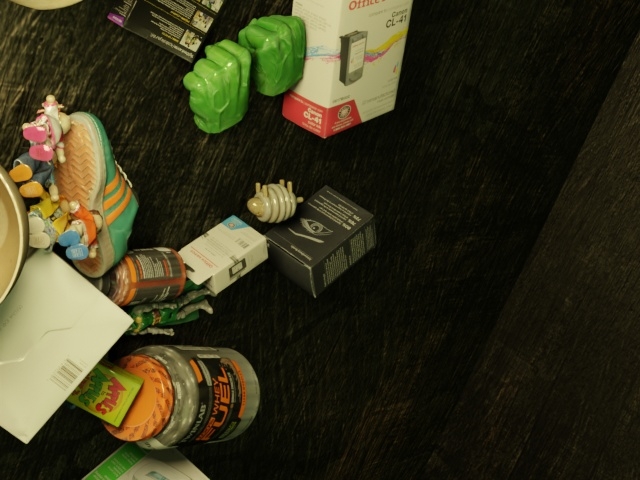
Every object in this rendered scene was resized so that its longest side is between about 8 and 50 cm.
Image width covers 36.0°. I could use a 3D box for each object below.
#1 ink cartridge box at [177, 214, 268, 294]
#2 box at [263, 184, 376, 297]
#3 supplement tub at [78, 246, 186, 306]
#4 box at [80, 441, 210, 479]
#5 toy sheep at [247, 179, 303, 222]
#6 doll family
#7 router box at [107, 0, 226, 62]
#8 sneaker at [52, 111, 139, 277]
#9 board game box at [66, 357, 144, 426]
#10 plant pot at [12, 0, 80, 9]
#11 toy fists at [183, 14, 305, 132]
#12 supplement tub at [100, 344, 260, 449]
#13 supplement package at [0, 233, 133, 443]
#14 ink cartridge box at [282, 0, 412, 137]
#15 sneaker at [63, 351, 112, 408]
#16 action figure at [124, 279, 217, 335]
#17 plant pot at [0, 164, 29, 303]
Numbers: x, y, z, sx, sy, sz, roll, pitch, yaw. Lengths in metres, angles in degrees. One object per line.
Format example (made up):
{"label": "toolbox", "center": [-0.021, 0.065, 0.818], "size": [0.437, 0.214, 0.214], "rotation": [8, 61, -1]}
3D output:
{"label": "ink cartridge box", "center": [-0.207, 0.036, 1.991], "size": [0.180, 0.104, 0.060], "rotation": [-35, 144, -29]}
{"label": "box", "center": [0.000, 0.000, 2.190], "size": [0.207, 0.153, 0.108], "rotation": [-39, 145, -24]}
{"label": "supplement tub", "center": [-0.350, 0.067, 1.826], "size": [0.198, 0.106, 0.106], "rotation": [-3, 121, -52]}
{"label": "box", "center": [-0.364, 0.568, 2.110], "size": [0.231, 0.262, 0.127], "rotation": [-38, 143, -25]}
{"label": "toy sheep", "center": [-0.093, -0.080, 2.059], "size": [0.132, 0.091, 0.091], "rotation": [-9, 127, -27]}
{"label": "doll family", "center": [-0.425, -0.087, 1.525], "size": [0.118, 0.163, 0.263], "rotation": [-11, 109, 4]}
{"label": "router box", "center": [-0.246, -0.384, 1.616], "size": [0.179, 0.046, 0.133], "rotation": [20, 103, -57]}
{"label": "sneaker", "center": [-0.376, -0.091, 1.669], "size": [0.121, 0.108, 0.302], "rotation": [-47, 147, -50]}
{"label": "board game box", "center": [-0.431, 0.260, 1.829], "size": [0.092, 0.181, 0.043], "rotation": [-61, -176, 7]}
{"label": "plant pot", "center": [-0.377, -0.446, 1.173], "size": [0.334, 0.334, 0.305], "rotation": [-53, 159, -4]}
{"label": "toy fists", "center": [-0.133, -0.317, 1.785], "size": [0.279, 0.096, 0.142], "rotation": [-37, 155, -30]}
{"label": "supplement tub", "center": [-0.287, 0.317, 2.014], "size": [0.207, 0.207, 0.338], "rotation": [-61, 154, 8]}
{"label": "supplement package", "center": [-0.480, 0.156, 1.619], "size": [0.204, 0.145, 0.262], "rotation": [45, 79, -25]}
{"label": "ink cartridge box", "center": [0.055, -0.384, 1.940], "size": [0.226, 0.131, 0.306], "rotation": [-27, 139, -38]}
{"label": "sneaker", "center": [-0.443, 0.244, 1.896], "size": [0.078, 0.067, 0.188], "rotation": [12, 107, -53]}
{"label": "action figure", "center": [-0.316, 0.145, 1.988], "size": [0.232, 0.063, 0.137], "rotation": [-18, 135, -40]}
{"label": "plant pot", "center": [-0.537, -0.018, 1.394], "size": [0.284, 0.284, 0.191], "rotation": [-59, -176, 5]}
